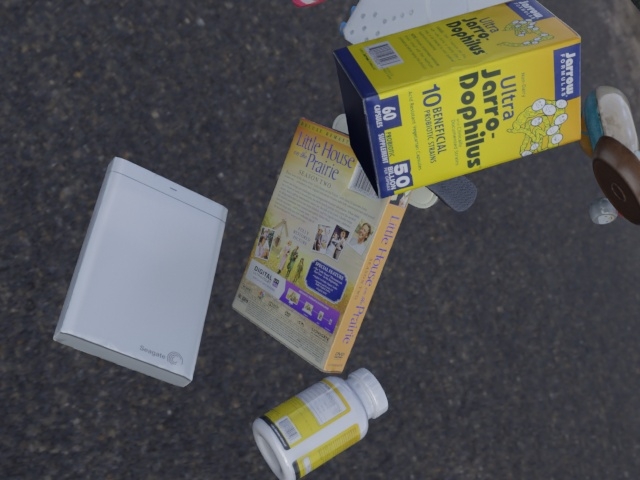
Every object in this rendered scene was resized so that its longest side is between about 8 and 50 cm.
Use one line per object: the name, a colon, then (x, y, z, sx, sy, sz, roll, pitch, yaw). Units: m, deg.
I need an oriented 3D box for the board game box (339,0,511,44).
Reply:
board game box: (0.273, -0.547, 1.947, 0.390, 0.050, 0.390, 25, 99, -36)

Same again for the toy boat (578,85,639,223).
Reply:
toy boat: (0.664, -0.189, 1.985, 0.267, 0.148, 0.318, -58, 131, -62)

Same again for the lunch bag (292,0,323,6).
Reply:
lunch bag: (0.067, -0.466, 1.161, 0.120, 0.293, 0.258, 44, 50, -21)

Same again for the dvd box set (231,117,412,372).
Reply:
dvd box set: (0.000, 0.000, 1.660, 0.062, 0.307, 0.421, 13, 100, -45)

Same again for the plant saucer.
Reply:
plant saucer: (0.544, -0.095, 1.534, 0.199, 0.036, 0.198, 57, -1, 1)

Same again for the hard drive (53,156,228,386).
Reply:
hard drive: (-0.295, 0.048, 1.473, 0.233, 0.047, 0.353, 26, 52, -25)

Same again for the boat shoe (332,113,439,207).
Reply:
boat shoe: (0.157, -0.185, 1.938, 0.305, 0.109, 0.091, 40, 33, 19)

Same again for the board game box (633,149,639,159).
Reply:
board game box: (0.734, -0.053, 1.660, 0.303, 0.098, 0.224, 42, 25, 25)

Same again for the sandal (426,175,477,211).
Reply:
sandal: (0.234, -0.148, 1.798, 0.097, 0.054, 0.254, -45, 127, -2)

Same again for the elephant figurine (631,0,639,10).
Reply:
elephant figurine: (0.598, -0.536, 1.635, 0.239, 0.169, 0.186, 18, 78, -13)

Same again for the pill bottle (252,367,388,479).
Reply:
pill bottle: (0.003, 0.260, 1.236, 0.184, 0.103, 0.103, -27, 94, -21)

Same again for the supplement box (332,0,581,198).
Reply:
supplement box: (0.226, -0.240, 1.424, 0.195, 0.356, 0.194, -113, -173, -52)
